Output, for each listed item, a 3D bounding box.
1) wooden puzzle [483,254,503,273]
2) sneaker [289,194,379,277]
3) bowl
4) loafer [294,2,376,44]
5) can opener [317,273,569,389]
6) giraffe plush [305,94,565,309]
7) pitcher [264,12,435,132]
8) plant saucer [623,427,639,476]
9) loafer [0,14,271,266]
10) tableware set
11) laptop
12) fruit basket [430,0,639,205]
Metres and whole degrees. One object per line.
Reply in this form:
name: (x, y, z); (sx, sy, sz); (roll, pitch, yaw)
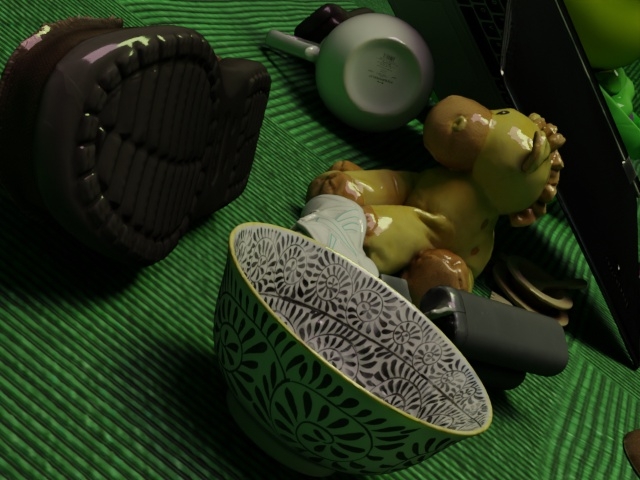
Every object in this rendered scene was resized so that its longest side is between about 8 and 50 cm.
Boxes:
wooden puzzle: (0.158, 0.016, 1.350); (0.049, 0.006, 0.083); (44, 18, 26)
sneaker: (0.000, 0.000, 0.992); (0.061, 0.054, 0.152); (27, 19, -20)
bowl: (0.002, 0.073, 0.741); (0.170, 0.080, 0.170); (32, 17, -11)
loafer: (0.034, -0.234, 1.693); (0.078, 0.080, 0.220); (56, 21, 7)
can opener: (0.078, 0.084, 0.930); (0.283, 0.076, 0.095); (17, 57, -50)
giraffe plush: (0.114, -0.039, 1.120); (0.210, 0.170, 0.181); (26, 19, -30)
pitcher: (0.029, -0.190, 1.495); (0.177, 0.126, 0.207); (14, 9, -8)
plant saucer: (0.335, 0.210, 1.118); (0.198, 0.036, 0.198); (32, 16, -11)
loafer: (-0.128, -0.066, 0.836); (0.130, 0.134, 0.366); (14, 4, 7)
tableware set: (0.161, 0.010, 1.293); (0.194, 0.039, 0.128); (36, 22, -3)
laptop: (0.174, -0.121, 1.447); (0.408, 0.236, 0.382); (16, -34, 48)
fruit basket: (0.311, -0.274, 1.766); (0.392, 0.392, 0.283); (35, 16, -5)
